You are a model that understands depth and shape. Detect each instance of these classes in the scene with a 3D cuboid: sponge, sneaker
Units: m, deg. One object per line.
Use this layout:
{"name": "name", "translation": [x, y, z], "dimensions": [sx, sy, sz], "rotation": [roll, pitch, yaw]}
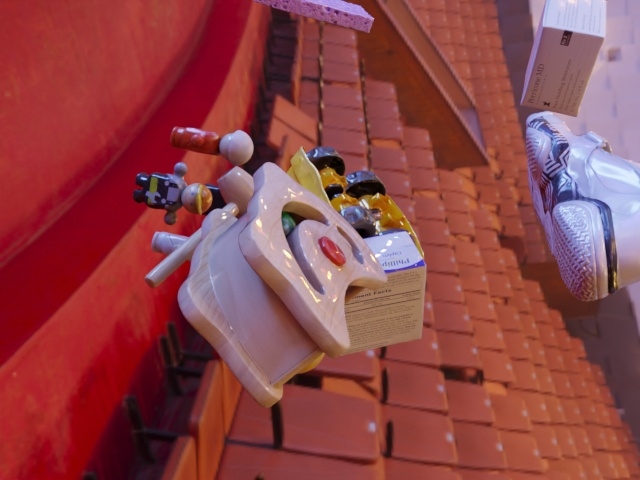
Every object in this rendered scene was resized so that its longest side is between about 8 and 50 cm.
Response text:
{"name": "sponge", "translation": [-0.019, -0.417, 1.291], "dimensions": [0.117, 0.210, 0.031], "rotation": [-106, -149, -60]}
{"name": "sneaker", "translation": [0.409, -0.069, 1.004], "dimensions": [0.366, 0.210, 0.137], "rotation": [-88, 167, -51]}

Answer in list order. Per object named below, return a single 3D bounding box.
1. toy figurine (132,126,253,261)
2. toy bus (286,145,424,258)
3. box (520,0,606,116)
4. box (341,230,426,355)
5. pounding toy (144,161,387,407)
{"name": "toy figurine", "translation": [-0.197, -0.071, 1.247], "dimensions": [0.213, 0.148, 0.209], "rotation": [85, 23, -43]}
{"name": "toy bus", "translation": [0.000, 0.000, 1.020], "dimensions": [0.220, 0.211, 0.149], "rotation": [27, 32, -47]}
{"name": "box", "translation": [0.490, -0.379, 1.479], "dimensions": [0.182, 0.119, 0.181], "rotation": [-65, 165, -46]}
{"name": "box", "translation": [0.061, 0.068, 0.926], "dimensions": [0.072, 0.126, 0.137], "rotation": [-110, -167, -47]}
{"name": "pounding toy", "translation": [-0.046, 0.044, 0.618], "dimensions": [0.154, 0.155, 0.269], "rotation": [44, 19, -18]}
